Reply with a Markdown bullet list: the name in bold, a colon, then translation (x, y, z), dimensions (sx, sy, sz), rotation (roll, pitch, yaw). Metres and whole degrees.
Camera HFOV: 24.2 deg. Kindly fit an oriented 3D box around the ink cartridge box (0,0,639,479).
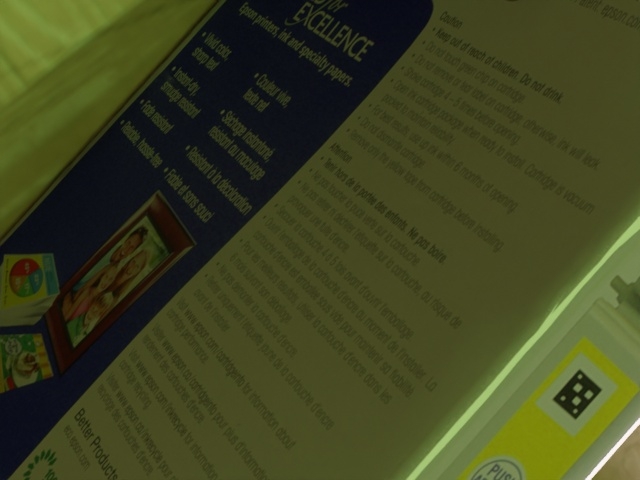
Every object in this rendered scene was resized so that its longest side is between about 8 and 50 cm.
- **ink cartridge box**: translation (0.000, 0.000, 0.532), dimensions (0.307, 0.303, 0.072), rotation (-46, 122, 1)
